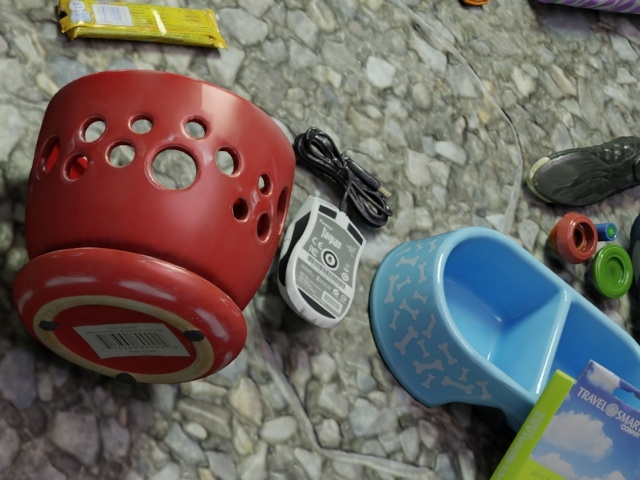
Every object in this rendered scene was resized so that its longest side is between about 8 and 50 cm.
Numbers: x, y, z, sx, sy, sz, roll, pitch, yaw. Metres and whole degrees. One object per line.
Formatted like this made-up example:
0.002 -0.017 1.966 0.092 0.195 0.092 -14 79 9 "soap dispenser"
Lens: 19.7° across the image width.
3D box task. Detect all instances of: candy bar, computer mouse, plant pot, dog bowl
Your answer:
-0.145 -0.179 1.517 0.161 0.018 0.040 -1 65 -39 "candy bar"
0.000 0.000 1.524 0.106 0.042 0.193 41 42 -20 "computer mouse"
-0.125 -0.004 1.324 0.191 0.191 0.174 28 56 -25 "plant pot"
0.179 0.102 1.589 0.297 0.074 0.166 39 48 -17 "dog bowl"

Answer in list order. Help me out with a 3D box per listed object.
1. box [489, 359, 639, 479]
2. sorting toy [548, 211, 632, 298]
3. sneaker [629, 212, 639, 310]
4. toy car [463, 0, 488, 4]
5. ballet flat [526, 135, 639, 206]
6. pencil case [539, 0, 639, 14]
0.205 0.191 1.513 0.109 0.042 0.178 31 92 -23 "box"
0.249 0.010 1.724 0.102 0.042 0.061 45 61 -27 "sorting toy"
0.345 0.108 1.693 0.131 0.112 0.319 -4 69 -43 "sneaker"
0.121 -0.270 1.765 0.122 0.040 0.060 16 58 -32 "toy car"
0.260 -0.066 1.775 0.173 0.049 0.057 -11 107 -38 "ballet flat"
0.299 -0.279 1.881 0.206 0.088 0.086 -1 62 -40 "pencil case"
